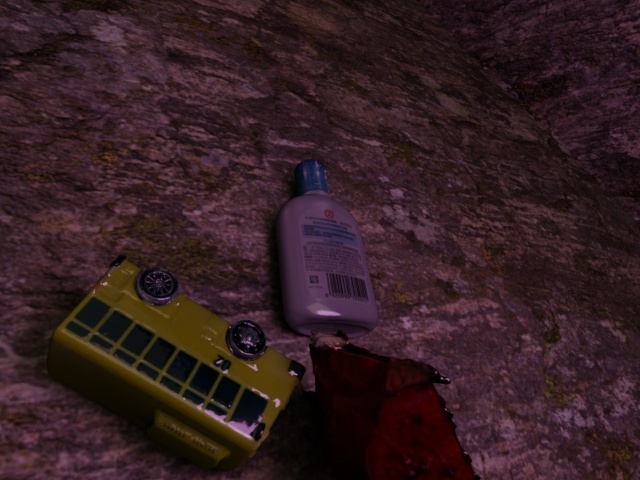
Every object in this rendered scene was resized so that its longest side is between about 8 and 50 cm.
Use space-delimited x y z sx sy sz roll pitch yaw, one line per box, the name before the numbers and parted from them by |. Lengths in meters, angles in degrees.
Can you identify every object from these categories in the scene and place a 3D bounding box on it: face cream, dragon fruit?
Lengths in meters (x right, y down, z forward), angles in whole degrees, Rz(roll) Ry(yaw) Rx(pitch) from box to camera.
face cream | 0.000 0.000 0.822 0.163 0.080 0.336 10 52 -26
dragon fruit | 0.069 0.260 0.560 0.100 0.282 0.343 -34 109 -23

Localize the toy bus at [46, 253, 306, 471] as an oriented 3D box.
toy bus | -0.166 0.153 0.561 0.262 0.128 0.150 33 45 -6
